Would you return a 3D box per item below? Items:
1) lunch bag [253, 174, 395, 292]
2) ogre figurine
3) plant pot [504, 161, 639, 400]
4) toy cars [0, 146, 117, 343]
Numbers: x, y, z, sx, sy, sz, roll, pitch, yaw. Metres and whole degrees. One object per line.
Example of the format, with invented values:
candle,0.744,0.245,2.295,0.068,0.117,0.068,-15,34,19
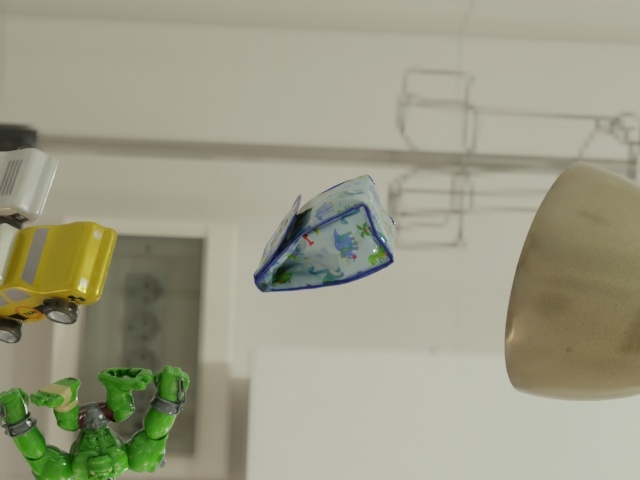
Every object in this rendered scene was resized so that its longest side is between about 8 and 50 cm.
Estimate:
lunch bag,0.000,0.000,1.718,0.096,0.151,0.129,62,12,-13
ogre figurine,-0.235,0.200,1.644,0.097,0.197,0.118,25,-55,55
plant pot,0.359,0.066,1.806,0.284,0.191,0.284,-38,135,-50
toy cars,-0.336,-0.012,1.624,0.176,0.087,0.393,-53,-145,4
